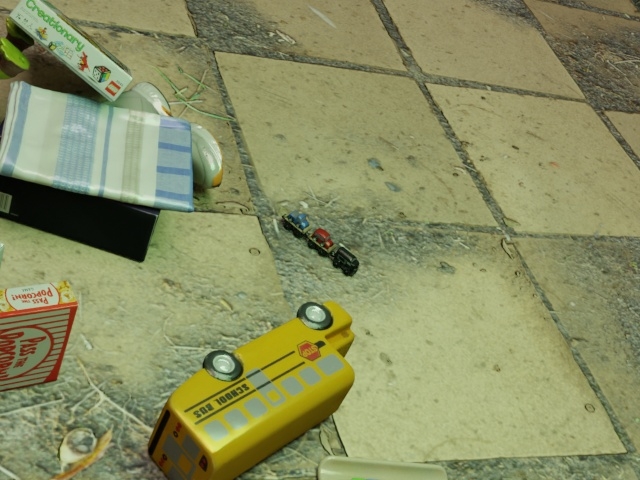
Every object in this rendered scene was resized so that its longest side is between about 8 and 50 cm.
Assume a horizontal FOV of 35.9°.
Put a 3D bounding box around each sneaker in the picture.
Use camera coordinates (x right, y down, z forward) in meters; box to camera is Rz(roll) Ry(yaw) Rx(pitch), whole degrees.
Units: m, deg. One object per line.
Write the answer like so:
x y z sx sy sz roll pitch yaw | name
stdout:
-0.269 -0.157 1.624 0.121 0.099 0.262 -27 54 -37 | sneaker

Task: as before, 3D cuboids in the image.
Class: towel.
-0.323 -0.139 1.448 0.285 0.034 0.209 12 40 -18 | towel

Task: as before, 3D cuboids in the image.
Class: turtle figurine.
-0.540 -0.236 1.501 0.087 0.217 0.269 54 18 -24 | turtle figurine

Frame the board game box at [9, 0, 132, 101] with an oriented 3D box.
-0.394 -0.312 1.588 0.193 0.053 0.305 40 2 -17 | board game box

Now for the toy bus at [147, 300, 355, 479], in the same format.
-0.070 0.198 1.299 0.130 0.108 0.333 44 41 21 | toy bus

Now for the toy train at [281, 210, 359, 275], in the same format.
0.000 0.000 1.624 0.158 0.036 0.027 38 40 15 | toy train

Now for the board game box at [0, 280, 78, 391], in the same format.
-0.399 0.123 1.174 0.193 0.147 0.045 -8 49 -35 | board game box

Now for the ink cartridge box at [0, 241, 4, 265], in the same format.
-0.464 0.051 1.197 0.127 0.175 0.072 31 39 6 | ink cartridge box

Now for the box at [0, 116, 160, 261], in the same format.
-0.361 -0.097 1.488 0.261 0.103 0.184 18 36 -10 | box

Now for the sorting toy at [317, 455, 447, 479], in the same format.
0.102 0.368 1.256 0.193 0.038 0.208 9 41 -20 | sorting toy
